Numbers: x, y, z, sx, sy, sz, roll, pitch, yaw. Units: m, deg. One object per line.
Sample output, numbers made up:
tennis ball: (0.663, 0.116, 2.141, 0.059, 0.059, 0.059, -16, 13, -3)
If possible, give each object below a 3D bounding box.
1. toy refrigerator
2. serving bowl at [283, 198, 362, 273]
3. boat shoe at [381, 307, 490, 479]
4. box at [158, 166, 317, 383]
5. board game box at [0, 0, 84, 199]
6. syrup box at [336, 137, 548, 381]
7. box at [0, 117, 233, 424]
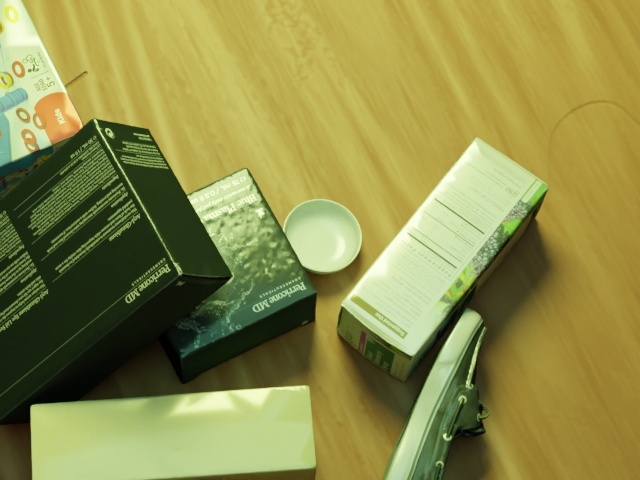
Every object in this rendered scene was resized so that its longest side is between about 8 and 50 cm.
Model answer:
toy refrigerator: (-0.143, 0.200, 1.857, 0.269, 0.102, 0.094, -4, 69, -3)
serving bowl: (0.000, 0.000, 1.976, 0.083, 0.027, 0.083, 4, 64, -9)
boat shoe: (0.127, 0.181, 1.888, 0.076, 0.080, 0.228, 24, 71, 1)
box: (-0.107, 0.035, 1.928, 0.156, 0.093, 0.158, -26, 73, -11)
board game box: (-0.440, -0.162, 1.996, 0.302, 0.086, 0.308, -25, 72, -11)
syrup box: (0.123, 0.020, 1.940, 0.096, 0.093, 0.237, 35, 72, 11)
box: (-0.242, 0.034, 1.852, 0.261, 0.103, 0.184, -38, 69, 22)
